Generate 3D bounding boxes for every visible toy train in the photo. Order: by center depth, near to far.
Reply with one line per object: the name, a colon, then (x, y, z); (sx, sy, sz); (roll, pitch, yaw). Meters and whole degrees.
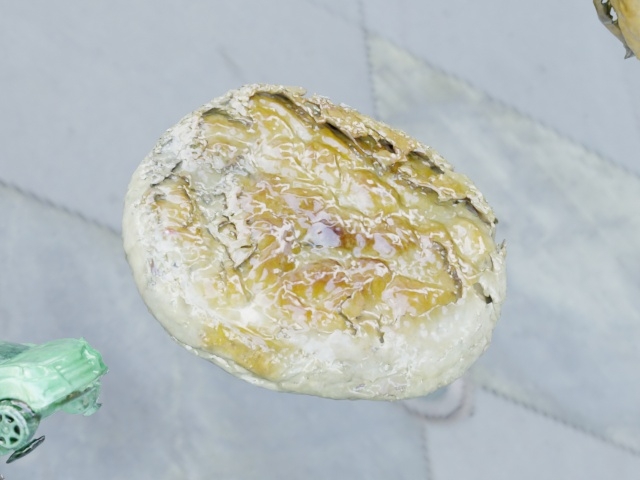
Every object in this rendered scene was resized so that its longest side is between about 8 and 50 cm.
toy train: (-0.201, 0.097, 0.998); (0.081, 0.149, 0.099); (58, 28, 2)

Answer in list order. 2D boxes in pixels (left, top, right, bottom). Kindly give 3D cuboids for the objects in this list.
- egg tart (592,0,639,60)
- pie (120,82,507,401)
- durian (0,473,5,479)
egg tart: (0.279, -0.210, 1.020); (0.279, 0.279, 0.095); (11, 40, -41)
pie: (0.000, 0.000, 1.153); (0.274, 0.055, 0.274); (9, 49, -11)
durian: (-0.203, 0.159, 0.855); (0.148, 0.188, 0.091); (-9, 87, -18)
